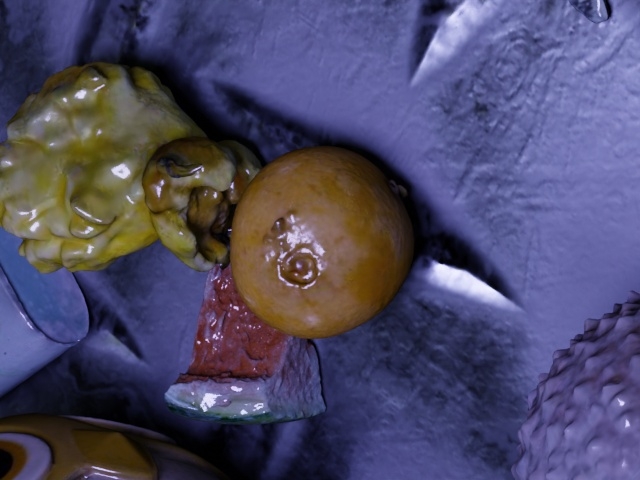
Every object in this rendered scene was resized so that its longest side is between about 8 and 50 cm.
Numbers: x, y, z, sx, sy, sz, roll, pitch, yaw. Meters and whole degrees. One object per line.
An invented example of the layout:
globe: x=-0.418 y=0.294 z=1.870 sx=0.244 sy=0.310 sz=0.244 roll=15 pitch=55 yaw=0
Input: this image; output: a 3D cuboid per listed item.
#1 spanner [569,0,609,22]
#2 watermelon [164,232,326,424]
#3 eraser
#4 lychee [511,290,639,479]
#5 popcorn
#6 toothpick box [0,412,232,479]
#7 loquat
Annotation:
spanner: x=0.125 y=-0.276 z=1.272 sx=0.071 sy=0.017 sz=0.302 roll=-38 pitch=84 yaw=34
watermelon: x=-0.047 y=0.085 z=1.482 sx=0.098 sy=0.158 sz=0.121 roll=1 pitch=151 yaw=17
eraser: x=-0.319 y=0.062 z=1.621 sx=0.227 sy=0.081 sz=0.174 roll=-35 pitch=85 yaw=36
lychee: x=0.265 y=0.147 z=1.159 sx=0.300 sy=0.300 sz=0.300 roll=10 pitch=110 yaw=29
popcorn: x=-0.152 y=-0.044 z=1.428 sx=0.195 sy=0.168 sz=0.173 roll=31 pitch=153 yaw=25
toothpick box: x=-0.190 y=0.335 z=1.431 sx=0.425 sy=0.409 sz=0.409 roll=35 pitch=121 yaw=25
loquat: x=0.000 y=0.000 z=1.369 sx=0.141 sy=0.141 sz=0.141 roll=10 pitch=110 yaw=29
